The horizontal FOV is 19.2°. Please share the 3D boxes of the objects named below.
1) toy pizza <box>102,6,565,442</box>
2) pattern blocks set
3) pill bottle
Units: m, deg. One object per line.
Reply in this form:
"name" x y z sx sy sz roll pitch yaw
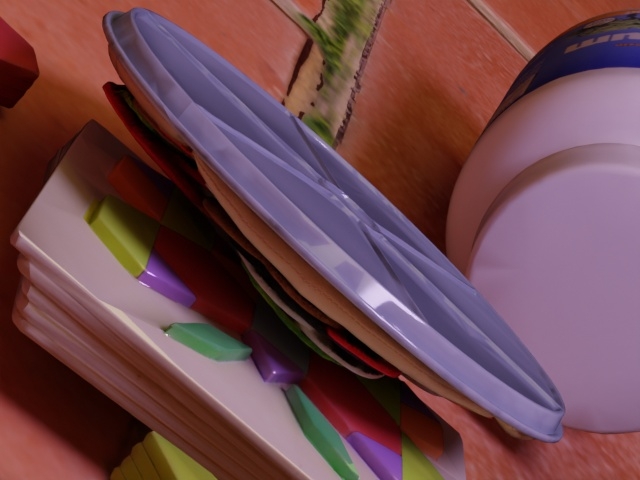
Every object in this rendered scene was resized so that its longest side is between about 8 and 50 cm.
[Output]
"toy pizza" 0.000 0.000 0.619 0.201 0.032 0.201 42 8 -7
"pattern blocks set" -0.021 0.036 0.578 0.325 0.026 0.285 37 15 -24
"pill bottle" 0.140 -0.013 0.859 0.152 0.152 0.272 46 19 -3
